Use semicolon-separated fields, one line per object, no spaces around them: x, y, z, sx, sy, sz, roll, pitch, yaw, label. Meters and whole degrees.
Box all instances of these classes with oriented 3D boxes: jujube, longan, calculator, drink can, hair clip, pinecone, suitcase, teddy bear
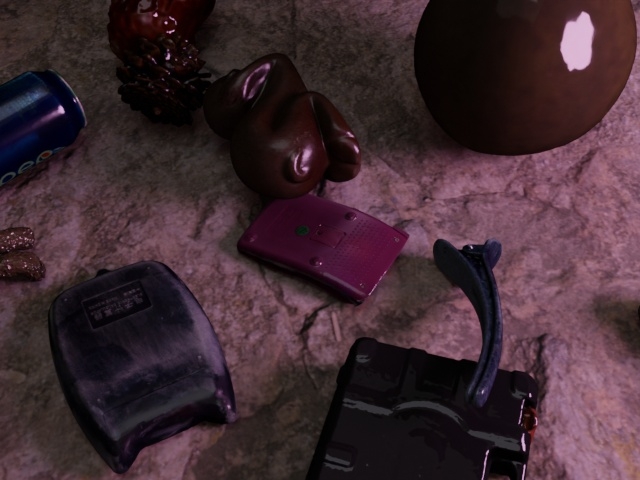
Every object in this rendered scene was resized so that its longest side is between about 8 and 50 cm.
-0.248;-0.367;1.242;0.155;0.155;0.230;5;56;7;jujube
0.257;-0.248;1.015;0.298;0.297;0.297;-2;49;2;longan
-0.208;0.121;0.895;0.177;0.040;0.268;-23;48;-18;calculator
0.000;0.000;0.987;0.191;0.034;0.126;23;55;22;calculator
-0.427;-0.145;1.079;0.205;0.118;0.118;-37;57;-25;drink can
0.169;0.077;0.849;0.083;0.048;0.275;4;29;2;hair clip
-0.219;-0.232;1.128;0.140;0.140;0.120;17;68;17;pinecone
0.089;0.235;0.758;0.207;0.066;0.285;11;51;13;suitcase
-0.422;0.027;0.957;0.161;0.077;0.119;-22;55;-16;teddy bear

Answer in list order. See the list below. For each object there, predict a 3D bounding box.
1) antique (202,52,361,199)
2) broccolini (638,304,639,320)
-0.070;-0.147;1.052;0.144;0.121;0.256;-20;48;-20;antique
0.487;0.179;0.802;0.074;0.078;0.392;-22;58;-29;broccolini
